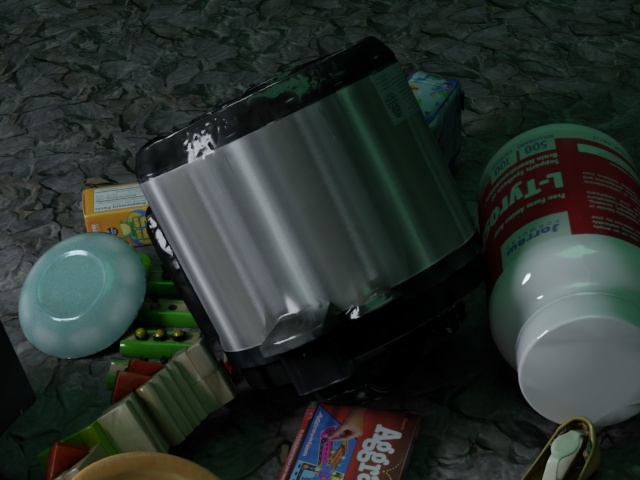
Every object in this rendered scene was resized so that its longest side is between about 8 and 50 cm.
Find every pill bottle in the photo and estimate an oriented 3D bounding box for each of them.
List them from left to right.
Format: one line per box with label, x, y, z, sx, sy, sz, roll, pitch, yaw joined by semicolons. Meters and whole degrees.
pill bottle;0.324;0.042;1.870;0.229;0.229;0.407;-3;34;4

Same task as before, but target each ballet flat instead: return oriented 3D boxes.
ballet flat;0.252;0.286;1.671;0.080;0.073;0.232;19;45;24

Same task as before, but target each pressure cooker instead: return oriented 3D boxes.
pressure cooker;0.004;-0.002;1.831;0.370;0.420;0.375;-30;7;-22

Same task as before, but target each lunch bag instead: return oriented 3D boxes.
lunch bag;0.142;-0.137;2.199;0.090;0.176;0.219;17;43;20

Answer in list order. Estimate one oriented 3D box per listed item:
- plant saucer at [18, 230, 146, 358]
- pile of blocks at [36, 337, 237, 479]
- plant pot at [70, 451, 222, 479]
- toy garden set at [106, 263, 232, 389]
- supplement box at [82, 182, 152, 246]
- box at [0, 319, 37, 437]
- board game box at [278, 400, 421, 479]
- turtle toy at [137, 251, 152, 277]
plant saucer;-0.337;0.067;2.019;0.195;0.037;0.195;-7;62;14
pile of blocks;-0.242;0.221;1.754;0.149;0.112;0.362;-27;8;39
plant pot;-0.185;0.350;1.467;0.291;0.203;0.291;11;39;-9
toy garden set;-0.165;0.110;2.000;0.204;0.049;0.244;2;36;10
supplement box;-0.238;-0.044;2.202;0.233;0.078;0.080;-7;39;-1
box;-0.540;0.197;1.651;0.296;0.182;0.294;-2;30;29
board game box;0.020;0.300;1.731;0.145;0.027;0.281;6;37;14
turtle toy;-0.306;0.045;2.086;0.130;0.066;0.095;-14;59;6
